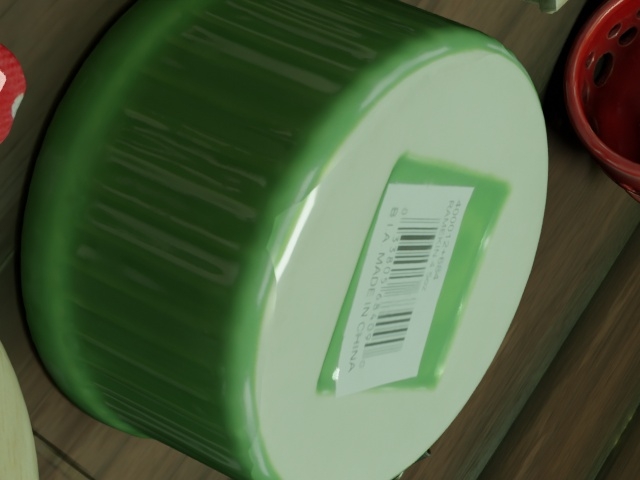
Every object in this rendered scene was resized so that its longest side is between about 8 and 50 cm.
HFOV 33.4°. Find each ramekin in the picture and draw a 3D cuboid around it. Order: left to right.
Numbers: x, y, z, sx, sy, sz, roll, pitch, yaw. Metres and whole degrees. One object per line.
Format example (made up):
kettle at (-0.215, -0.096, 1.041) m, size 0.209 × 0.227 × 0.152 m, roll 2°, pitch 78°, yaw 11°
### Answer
ramekin at (0.000, 0.000, 0.606) m, size 0.303 × 0.148 × 0.303 m, roll -30°, pitch 132°, yaw -40°

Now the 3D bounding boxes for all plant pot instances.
plant pot at (0.322, -0.119, 0.936) m, size 0.191 × 0.191 × 0.174 m, roll -65°, pitch 154°, yaw -2°

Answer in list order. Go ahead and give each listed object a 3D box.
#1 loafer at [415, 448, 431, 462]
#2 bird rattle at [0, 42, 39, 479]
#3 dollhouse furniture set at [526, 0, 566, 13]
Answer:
loafer at (0.060, 0.157, 0.855) m, size 0.170 × 0.061 × 0.062 m, roll -61°, pitch 146°, yaw -5°
bird rattle at (-0.147, 0.050, 0.260) m, size 0.253 × 0.143 × 0.207 m, roll -73°, pitch 148°, yaw -51°
dollhouse furniture set at (0.066, -0.309, 0.490) m, size 0.303 × 0.173 × 0.356 m, roll -44°, pitch 140°, yaw -28°
